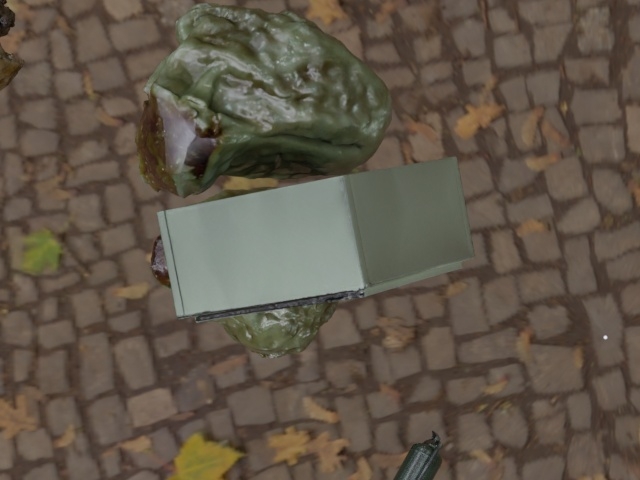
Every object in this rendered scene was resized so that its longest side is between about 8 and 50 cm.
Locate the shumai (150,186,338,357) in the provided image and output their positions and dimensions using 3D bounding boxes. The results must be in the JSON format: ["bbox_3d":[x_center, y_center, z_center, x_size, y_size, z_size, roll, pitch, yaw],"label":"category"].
[{"bbox_3d":[-0.097,0.017,1.669,0.189,0.218,0.256,-39,55,22],"label":"shumai"}]

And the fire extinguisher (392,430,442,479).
[{"bbox_3d":[0.065,0.167,0.879,0.025,0.038,0.083,35,70,-7],"label":"fire extinguisher"}]

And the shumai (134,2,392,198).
[{"bbox_3d":[-0.068,-0.116,1.369,0.261,0.225,0.222,22,61,-9],"label":"shumai"}]

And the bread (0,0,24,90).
[{"bbox_3d":[-0.245,-0.140,0.851,0.082,0.060,0.113,-26,75,23],"label":"bread"}]

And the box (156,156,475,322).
[{"bbox_3d":[0.000,0.000,1.270,0.225,0.225,0.117,-10,92,34],"label":"box"}]
